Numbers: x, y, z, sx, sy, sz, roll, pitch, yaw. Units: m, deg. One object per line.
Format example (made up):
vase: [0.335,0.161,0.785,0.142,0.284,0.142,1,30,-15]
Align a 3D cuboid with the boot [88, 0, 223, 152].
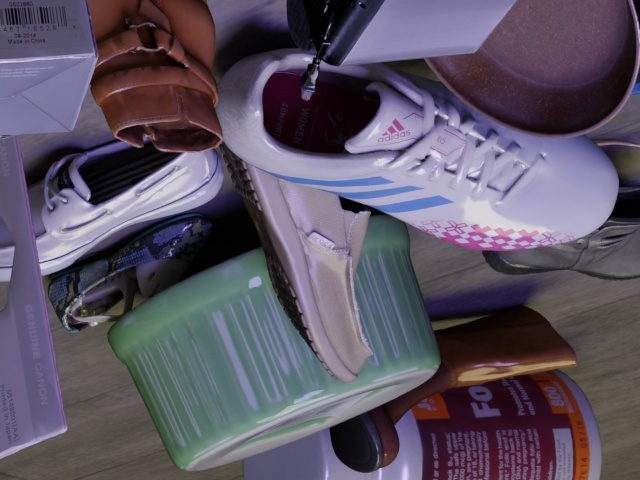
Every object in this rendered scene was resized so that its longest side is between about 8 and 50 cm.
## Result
boot: [-0.146,-0.134,1.218,0.197,0.152,0.073,4,154,-35]

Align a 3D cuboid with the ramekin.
ramekin: [-0.034,0.103,1.803,0.303,0.148,0.303,-21,170,-4]

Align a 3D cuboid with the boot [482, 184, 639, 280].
boot: [0.286,-0.014,1.812,0.246,0.083,0.161,-5,170,-23]

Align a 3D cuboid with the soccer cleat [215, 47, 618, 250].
soccer cleat: [0.080,-0.066,1.450,0.331,0.116,0.143,13,173,-9]

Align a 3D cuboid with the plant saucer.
plant saucer: [0.140,-0.164,1.309,0.036,0.198,0.198,-42,180,-37]

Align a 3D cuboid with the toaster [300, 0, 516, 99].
toaster: [0.046,-0.201,1.128,0.110,0.168,0.185,-4,157,-22]

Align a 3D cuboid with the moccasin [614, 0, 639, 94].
moccasin: [0.234,-0.167,1.374,0.138,0.116,0.342,-15,-173,-30]

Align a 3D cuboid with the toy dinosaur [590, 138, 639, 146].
toy dinosaur: [0.199,-0.074,1.731,0.093,0.053,0.183,-14,173,-41]

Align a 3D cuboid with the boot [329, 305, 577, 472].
boot: [0.138,0.156,2.047,0.280,0.096,0.264,-6,-165,-11]

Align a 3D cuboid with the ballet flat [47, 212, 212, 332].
ballet flat: [-0.171,0.037,1.771,0.188,0.070,0.070,-25,155,31]

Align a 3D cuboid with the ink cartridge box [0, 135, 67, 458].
ink cartridge box: [-0.288,0.046,1.405,0.261,0.296,0.066,-23,157,27]

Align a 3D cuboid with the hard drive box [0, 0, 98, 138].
hard drive box: [-0.223,-0.170,0.974,0.181,0.232,0.089,-4,158,-18]

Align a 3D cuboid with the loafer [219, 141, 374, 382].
loafer: [0.000,0.000,1.581,0.092,0.102,0.268,-25,121,-8]

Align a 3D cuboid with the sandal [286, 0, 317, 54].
sandal: [0.068,-0.197,1.271,0.054,0.097,0.254,5,164,-35]

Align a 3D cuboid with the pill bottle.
pill bottle: [0.120,0.259,2.279,0.392,0.224,0.224,2,155,-33]

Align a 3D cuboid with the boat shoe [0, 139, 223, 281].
boat shoe: [-0.194,-0.041,1.561,0.226,0.083,0.076,-24,147,1]
